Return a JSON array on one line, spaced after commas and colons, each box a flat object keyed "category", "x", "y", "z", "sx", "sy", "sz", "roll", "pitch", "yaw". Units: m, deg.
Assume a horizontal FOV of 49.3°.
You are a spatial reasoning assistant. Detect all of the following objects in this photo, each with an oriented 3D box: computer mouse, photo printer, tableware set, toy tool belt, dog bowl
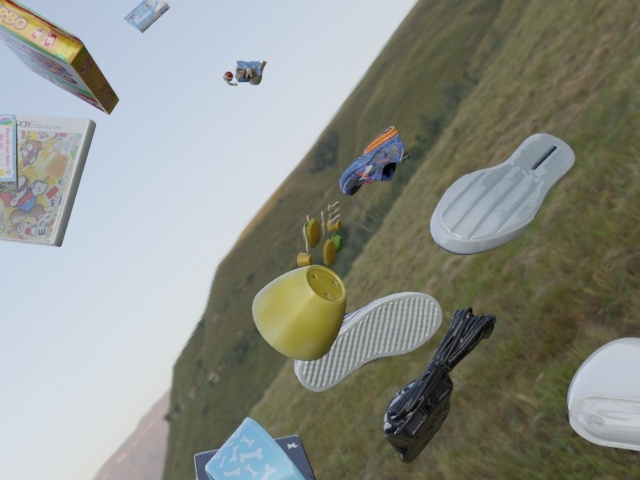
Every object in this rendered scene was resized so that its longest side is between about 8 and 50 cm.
[{"category": "computer mouse", "x": 0.134, "y": 0.168, "z": 0.841, "sx": 0.184, "sy": 0.060, "sz": 0.262, "roll": -48, "pitch": -24, "yaw": -15}, {"category": "photo printer", "x": 0.566, "y": 0.245, "z": 1.120, "sx": 0.308, "sy": 0.107, "sz": 0.256, "roll": -1, "pitch": 16, "yaw": 37}, {"category": "tableware set", "x": 0.000, "y": 0.000, "z": 1.188, "sx": 0.154, "sy": 0.024, "sz": 0.103, "roll": -42, "pitch": -52, "yaw": -58}, {"category": "toy tool belt", "x": -0.151, "y": -0.343, "z": 1.401, "sx": 0.083, "sy": 0.052, "sz": 0.051, "roll": -9, "pitch": -25, "yaw": -26}, {"category": "dog bowl", "x": -0.024, "y": 0.342, "z": 0.779, "sx": 0.074, "sy": 0.297, "sz": 0.166, "roll": -35, "pitch": -8, "yaw": -21}]

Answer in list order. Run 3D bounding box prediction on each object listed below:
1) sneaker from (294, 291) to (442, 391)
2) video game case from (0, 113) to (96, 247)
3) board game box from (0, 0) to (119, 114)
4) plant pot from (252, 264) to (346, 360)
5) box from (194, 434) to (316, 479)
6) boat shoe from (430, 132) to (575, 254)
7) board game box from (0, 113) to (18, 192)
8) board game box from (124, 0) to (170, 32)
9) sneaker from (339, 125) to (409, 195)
[{"category": "sneaker", "x": 0.088, "y": 0.195, "z": 1.433, "sx": 0.321, "sy": 0.126, "sz": 0.127, "roll": -24, "pitch": 4, "yaw": -10}, {"category": "video game case", "x": -0.501, "y": -0.107, "z": 1.184, "sx": 0.026, "sy": 0.207, "sz": 0.226, "roll": 48, "pitch": -130, "yaw": -67}, {"category": "board game box", "x": -0.323, "y": -0.223, "z": 0.840, "sx": 0.039, "sy": 0.124, "sz": 0.259, "roll": -61, "pitch": 4, "yaw": -9}, {"category": "plant pot", "x": -0.017, "y": 0.090, "z": 0.997, "sx": 0.095, "sy": 0.134, "sz": 0.134, "roll": -53, "pitch": -6, "yaw": 35}, {"category": "box", "x": -0.072, "y": 0.531, "z": 1.040, "sx": 0.343, "sy": 0.179, "sz": 0.312, "roll": -125, "pitch": 32, "yaw": -61}, {"category": "boat shoe", "x": 0.254, "y": -0.048, "z": 0.961, "sx": 0.302, "sy": 0.109, "sz": 0.094, "roll": -32, "pitch": -29, "yaw": -36}, {"category": "board game box", "x": -0.511, "y": -0.131, "z": 1.047, "sx": 0.104, "sy": 0.154, "sz": 0.026, "roll": -5, "pitch": -41, "yaw": -18}, {"category": "board game box", "x": -0.405, "y": -0.531, "z": 1.629, "sx": 0.090, "sy": 0.090, "sz": 0.020, "roll": -45, "pitch": -43, "yaw": -5}, {"category": "sneaker", "x": 0.117, "y": -0.158, "z": 1.564, "sx": 0.083, "sy": 0.087, "sz": 0.221, "roll": -37, "pitch": -5, "yaw": -39}]
